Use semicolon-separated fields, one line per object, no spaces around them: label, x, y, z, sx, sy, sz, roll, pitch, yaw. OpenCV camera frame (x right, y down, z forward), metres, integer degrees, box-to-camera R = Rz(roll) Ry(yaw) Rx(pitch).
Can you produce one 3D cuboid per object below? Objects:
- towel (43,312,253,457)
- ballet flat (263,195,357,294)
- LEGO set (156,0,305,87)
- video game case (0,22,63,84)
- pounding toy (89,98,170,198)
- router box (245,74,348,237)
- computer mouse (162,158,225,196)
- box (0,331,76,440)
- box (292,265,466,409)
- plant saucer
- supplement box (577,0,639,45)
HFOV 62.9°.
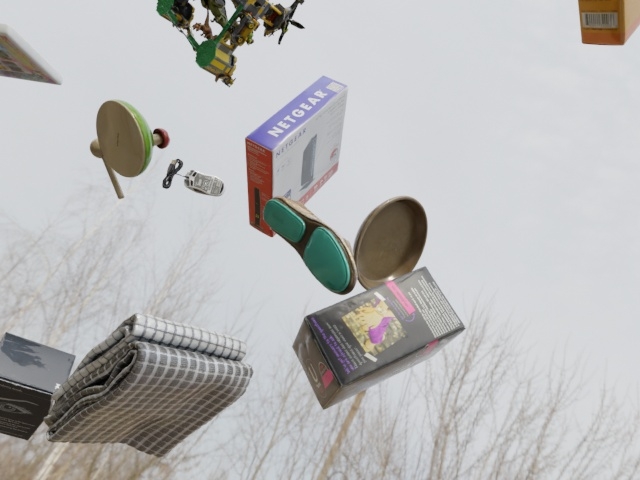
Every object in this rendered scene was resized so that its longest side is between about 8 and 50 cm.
towel;-0.284;0.252;0.869;0.283;0.121;0.235;-40;-39;23
ballet flat;0.000;0.000;1.110;0.316;0.106;0.108;47;-63;36
LEGO set;-0.196;-0.498;1.186;0.331;0.192;0.255;45;-73;31
video game case;-0.477;-0.274;0.754;0.143;0.019;0.157;8;-8;-1
pounding toy;-0.454;-0.239;1.279;0.237;0.110;0.183;-39;-97;42
router box;-0.061;-0.220;1.380;0.082;0.335;0.301;29;-36;18
computer mouse;-0.402;-0.187;1.685;0.192;0.106;0.042;20;-18;-15
box;-0.640;0.312;1.105;0.153;0.108;0.207;30;-58;-27
box;0.104;0.183;0.987;0.143;0.270;0.165;61;-24;23
plant saucer;0.185;0.009;1.416;0.041;0.278;0.278;28;-29;45
supplement box;0.459;-0.434;0.832;0.080;0.078;0.233;27;-24;43
